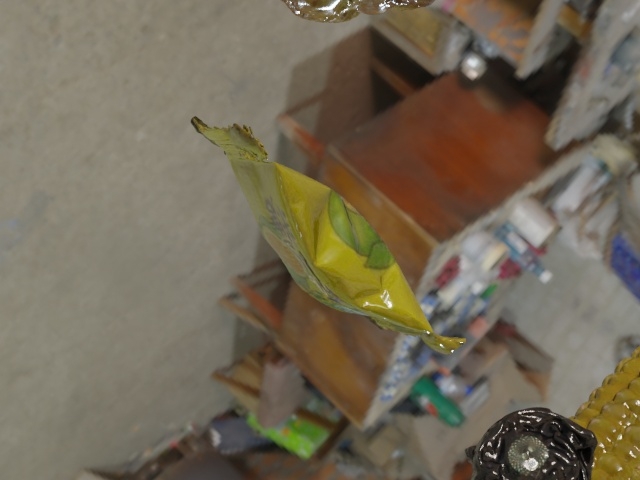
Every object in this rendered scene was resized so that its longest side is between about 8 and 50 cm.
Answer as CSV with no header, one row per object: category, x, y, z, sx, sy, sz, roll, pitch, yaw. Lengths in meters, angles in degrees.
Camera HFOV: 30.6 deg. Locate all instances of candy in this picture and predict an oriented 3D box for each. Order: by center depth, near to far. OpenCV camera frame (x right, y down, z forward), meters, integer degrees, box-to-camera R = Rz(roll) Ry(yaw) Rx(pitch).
candy,0.000,0.000,1.069,0.081,0.297,0.187,-49,-160,-9

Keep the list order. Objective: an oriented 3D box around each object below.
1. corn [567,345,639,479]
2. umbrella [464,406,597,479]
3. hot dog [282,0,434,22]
corn,0.178,0.155,0.677,0.347,0.130,0.130,-39,160,-13
umbrella,0.081,0.128,0.467,0.188,0.046,0.050,80,12,-53
hot dog,0.036,-0.308,1.208,0.196,0.122,0.272,-9,153,11
